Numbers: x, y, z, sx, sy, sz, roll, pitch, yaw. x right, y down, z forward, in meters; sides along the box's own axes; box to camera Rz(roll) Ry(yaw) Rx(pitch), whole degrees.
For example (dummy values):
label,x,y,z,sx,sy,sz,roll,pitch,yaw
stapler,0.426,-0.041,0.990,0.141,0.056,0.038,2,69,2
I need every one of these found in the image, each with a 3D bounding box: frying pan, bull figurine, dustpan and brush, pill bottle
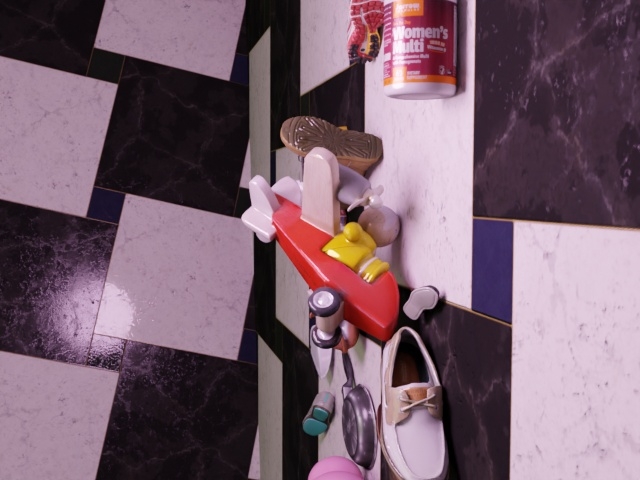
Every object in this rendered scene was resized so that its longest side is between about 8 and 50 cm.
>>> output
label,x,y,z,sx,sy,sz,roll,pitch,yaw
frying pan,0.081,0.377,1.960,0.197,0.053,0.326,113,150,-60
bull figurine,0.032,0.148,2.015,0.310,0.101,0.188,-123,25,-65
dustpan and brush,0.011,0.254,2.272,0.147,0.060,0.211,-115,20,-59
pill bottle,0.163,-0.346,1.357,0.121,0.121,0.221,-165,74,-77

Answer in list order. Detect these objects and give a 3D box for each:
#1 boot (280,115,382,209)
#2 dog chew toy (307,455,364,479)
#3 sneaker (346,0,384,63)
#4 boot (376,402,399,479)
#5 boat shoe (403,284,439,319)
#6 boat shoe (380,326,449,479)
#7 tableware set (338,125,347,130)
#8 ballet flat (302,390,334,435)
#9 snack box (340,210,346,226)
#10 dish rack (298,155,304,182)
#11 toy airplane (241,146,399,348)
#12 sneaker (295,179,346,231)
label,x,y,z,sx,sy,sz,roll,pitch,yaw
boot,-0.001,-0.161,1.875,0.269,0.236,0.089,125,158,-64
dog chew toy,0.040,0.605,1.815,0.332,0.206,0.207,-98,12,-63
sneaker,0.092,-0.487,1.761,0.225,0.088,0.093,107,160,-54
boot,0.144,0.417,1.575,0.219,0.082,0.106,-108,24,-49
boat shoe,0.185,0.103,1.471,0.046,0.038,0.125,41,154,10
boat shoe,0.157,0.286,1.435,0.302,0.113,0.103,-102,11,-45
tableware set,0.052,-0.216,2.117,0.104,0.024,0.154,-106,18,-60
ballet flat,0.001,0.481,2.312,0.213,0.072,0.068,110,-176,-56
snack box,0.040,-0.099,2.162,0.178,0.022,0.064,-103,14,-45
dish rack,-0.017,-0.103,2.274,0.208,0.074,0.272,90,174,-46
toy airplane,0.024,-0.003,1.659,0.384,0.272,0.386,67,164,-10
sneaker,0.000,0.000,1.893,0.281,0.115,0.105,47,168,5
